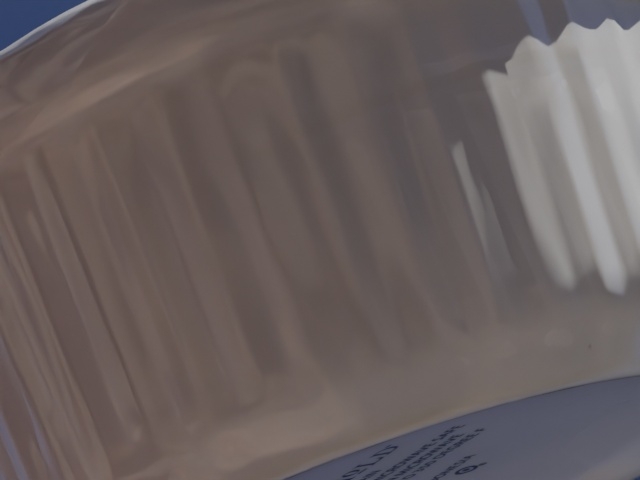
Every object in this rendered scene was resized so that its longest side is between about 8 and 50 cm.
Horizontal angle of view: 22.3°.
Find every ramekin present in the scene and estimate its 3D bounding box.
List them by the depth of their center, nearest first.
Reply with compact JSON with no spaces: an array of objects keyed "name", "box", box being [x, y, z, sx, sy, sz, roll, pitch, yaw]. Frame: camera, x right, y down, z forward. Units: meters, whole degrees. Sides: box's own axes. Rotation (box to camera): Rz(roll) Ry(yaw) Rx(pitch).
[{"name":"ramekin","box":[0.009,0.026,0.500,0.273,0.273,0.127,-31,-113,28]}]
